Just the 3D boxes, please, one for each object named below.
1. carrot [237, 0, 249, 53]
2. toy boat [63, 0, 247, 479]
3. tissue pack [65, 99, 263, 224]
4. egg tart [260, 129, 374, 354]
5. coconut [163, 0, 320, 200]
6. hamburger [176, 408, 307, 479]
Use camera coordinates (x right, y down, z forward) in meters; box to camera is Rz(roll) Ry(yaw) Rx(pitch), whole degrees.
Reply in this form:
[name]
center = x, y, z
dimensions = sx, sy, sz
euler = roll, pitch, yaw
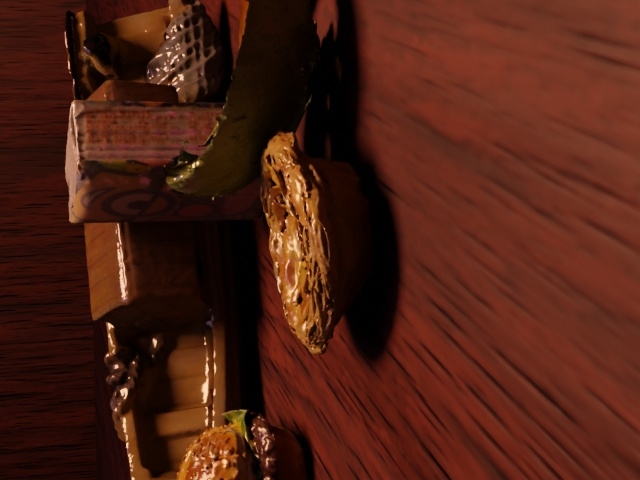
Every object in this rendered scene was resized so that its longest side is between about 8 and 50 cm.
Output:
[carrot]
center = -0.025, -0.198, 0.747
dimensions = 0.248, 0.059, 0.059
euler = 97, 163, -45
[toy boat]
center = -0.127, 0.000, 1.018
dimensions = 0.162, 0.136, 0.445
euler = 53, -153, -73
[tissue pack]
center = -0.108, -0.054, 0.901
dimensions = 0.108, 0.148, 0.060
euler = 125, 142, -66
[egg tart]
center = 0.000, 0.000, 0.694
dimensions = 0.129, 0.049, 0.128
euler = 172, 90, -77
[coconut]
center = -0.040, -0.080, 0.740
dimensions = 0.158, 0.055, 0.133
euler = 102, -167, -64
[hamburger]
center = -0.057, 0.200, 0.865
dimensions = 0.137, 0.087, 0.165
euler = 161, 106, -75
